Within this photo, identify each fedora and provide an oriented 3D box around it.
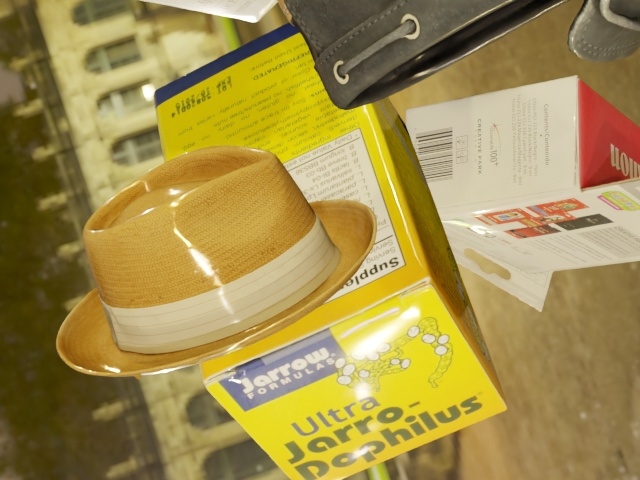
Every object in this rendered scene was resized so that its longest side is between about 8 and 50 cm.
[{"bbox_3d":[-0.067,0.000,0.747,0.194,0.194,0.079,-115,3,-68],"label":"fedora"}]

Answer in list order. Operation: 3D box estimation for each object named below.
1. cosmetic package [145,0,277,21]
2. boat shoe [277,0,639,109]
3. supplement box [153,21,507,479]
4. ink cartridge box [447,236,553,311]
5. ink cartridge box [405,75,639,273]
[{"bbox_3d":[-0.175,-0.449,1.316,0.329,0.393,0.327,-26,62,59],"label":"cosmetic package"},{"bbox_3d":[0.185,-0.188,0.784,0.187,0.500,0.156,-16,-87,-57],"label":"boat shoe"},{"bbox_3d":[0.000,0.000,1.168,0.195,0.194,0.356,55,-165,-45],"label":"supplement box"},{"bbox_3d":[0.230,-0.014,1.776,0.056,0.181,0.225,-55,7,48],"label":"ink cartridge box"},{"bbox_3d":[0.286,-0.066,1.490,0.309,0.272,0.130,22,-115,-54],"label":"ink cartridge box"}]
